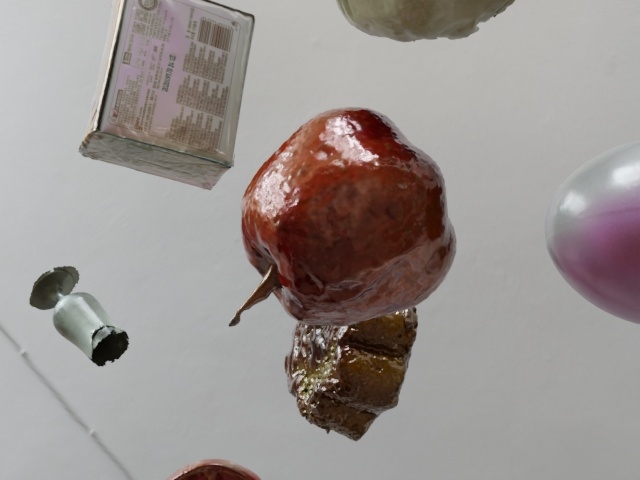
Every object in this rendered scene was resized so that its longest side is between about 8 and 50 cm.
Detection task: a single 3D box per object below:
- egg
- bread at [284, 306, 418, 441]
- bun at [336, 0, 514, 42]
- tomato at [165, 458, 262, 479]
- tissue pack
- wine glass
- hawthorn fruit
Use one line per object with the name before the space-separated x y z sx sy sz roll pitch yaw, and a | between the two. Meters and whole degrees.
egg | 0.338 -0.007 0.902 0.271 0.196 0.196 0 -71 -20
bread | 0.047 0.174 1.342 0.135 0.247 0.232 17 -113 -24
bun | 0.154 -0.296 0.903 0.287 0.287 0.146 -34 -67 16
tomato | -0.149 0.355 1.257 0.156 0.069 0.155 -2 -70 -5
tissue pack | -0.199 -0.203 1.200 0.185 0.124 0.225 14 -108 -19
wine glass | -0.170 0.054 0.657 0.083 0.042 0.039 35 -50 34
hawthorn fruit | 0.000 0.000 0.887 0.243 0.207 0.207 -37 -79 -16
